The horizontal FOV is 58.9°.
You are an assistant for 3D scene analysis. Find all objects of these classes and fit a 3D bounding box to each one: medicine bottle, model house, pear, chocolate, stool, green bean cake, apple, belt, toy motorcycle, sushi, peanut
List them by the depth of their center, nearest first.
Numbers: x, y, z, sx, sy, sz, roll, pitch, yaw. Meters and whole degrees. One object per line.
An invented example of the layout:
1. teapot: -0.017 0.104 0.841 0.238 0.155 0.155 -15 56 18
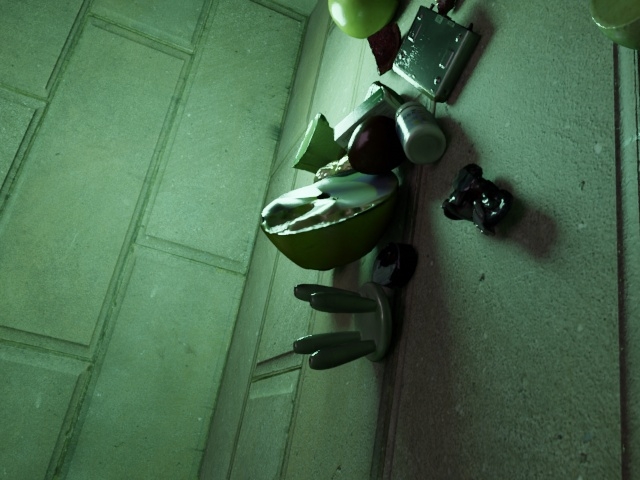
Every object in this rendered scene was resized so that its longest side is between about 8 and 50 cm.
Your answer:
1. toy motorcycle: 0.298 -0.073 1.104 0.213 0.082 0.122 -106 38 -64
2. stool: 0.048 0.197 1.359 0.195 0.199 0.195 -168 79 -70
3. belt: 0.182 0.064 1.387 0.140 0.058 0.105 -48 36 49
4. medicine bottle: 0.249 -0.277 1.441 0.186 0.103 0.102 -96 29 -54
5. chocolate: 0.151 -0.257 1.557 0.177 0.177 0.176 -162 90 -74
6. pear: 0.043 -0.046 1.576 0.399 0.399 0.165 -115 6 -67
7. sushi: 0.351 -0.690 1.609 0.060 0.061 0.118 -6 57 44
8. green bean cake: 0.187 -0.391 1.775 0.173 0.094 0.181 -103 33 -61
9. peanut: 0.082 -0.213 1.870 0.313 0.149 0.149 -21 53 67
10. model house: 0.024 -0.325 2.070 0.195 0.189 0.214 -68 12 -18
11. apple: 0.166 -0.889 2.097 0.279 0.279 0.279 -162 90 -74

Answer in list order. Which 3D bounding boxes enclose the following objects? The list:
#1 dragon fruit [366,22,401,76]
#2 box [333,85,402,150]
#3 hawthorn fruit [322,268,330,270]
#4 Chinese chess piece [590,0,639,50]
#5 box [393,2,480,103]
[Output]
1. dragon fruit: 0.234 -0.633 1.926 0.127 0.120 0.161 -19 74 20
2. box: 0.153 -0.328 1.645 0.199 0.135 0.081 -38 33 26
3. hawthorn fruit: 0.000 0.000 1.815 0.253 0.205 0.205 3 76 66
4. Chinese chess piece: 0.489 -0.383 0.790 0.238 0.092 0.237 -163 90 -74
5. box: 0.300 -0.507 1.513 0.210 0.045 0.270 -64 32 27
